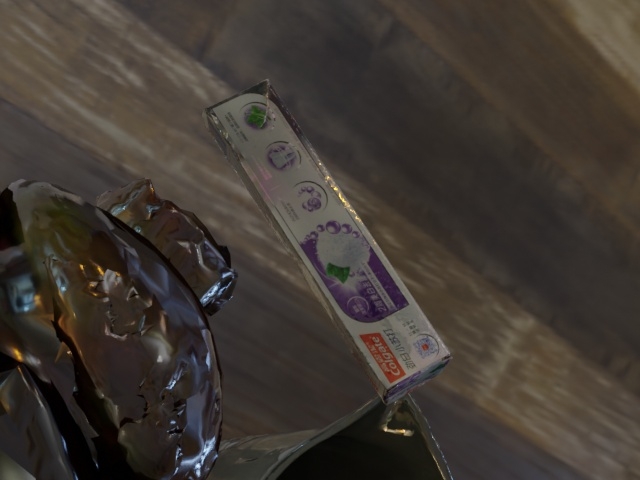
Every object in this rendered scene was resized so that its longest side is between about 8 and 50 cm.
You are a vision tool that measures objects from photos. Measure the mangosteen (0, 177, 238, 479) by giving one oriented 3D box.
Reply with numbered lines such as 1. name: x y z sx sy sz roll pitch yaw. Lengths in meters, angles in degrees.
1. mangosteen: -0.230 0.133 0.657 0.421 0.381 0.381 -6 112 -40

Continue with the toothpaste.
1. toothpaste: 0.000 0.000 0.866 0.047 0.196 0.040 -28 164 -21

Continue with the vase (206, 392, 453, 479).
1. vase: -0.034 0.223 1.169 0.156 0.301 0.251 21 80 -20
